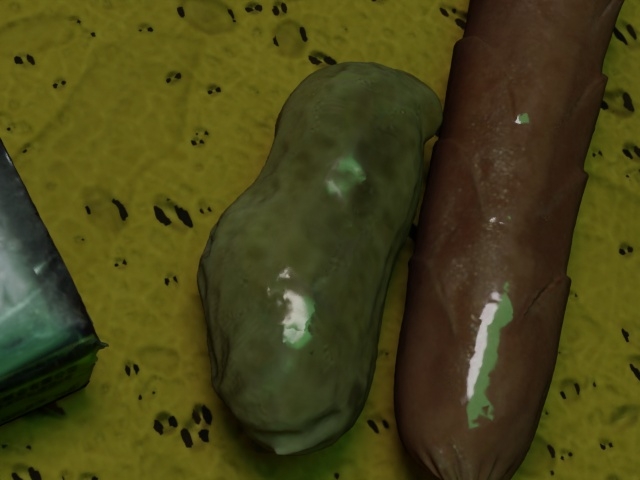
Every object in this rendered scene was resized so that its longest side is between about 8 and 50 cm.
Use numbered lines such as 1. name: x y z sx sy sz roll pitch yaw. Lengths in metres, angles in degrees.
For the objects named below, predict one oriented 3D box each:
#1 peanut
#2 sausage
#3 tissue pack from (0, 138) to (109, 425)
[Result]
1. peanut: 0.000 0.000 0.674 0.099 0.099 0.214 26 66 -5
2. sausage: 0.108 -0.072 0.738 0.088 0.088 0.433 20 65 -8
3. tissue pack: -0.235 0.028 0.604 0.235 0.073 0.173 -24 78 -24
